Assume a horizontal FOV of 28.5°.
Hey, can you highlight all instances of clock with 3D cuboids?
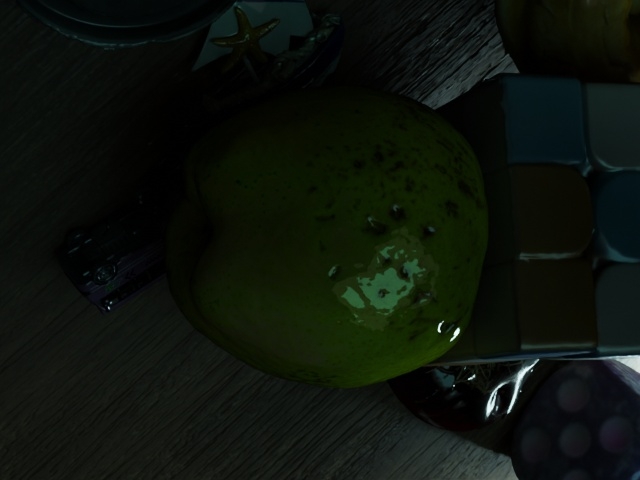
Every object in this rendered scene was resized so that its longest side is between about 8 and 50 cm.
[{"bbox_3d":[-0.201,-0.318,1.325,0.281,0.055,0.280,-9,145,-6],"label":"clock"}]

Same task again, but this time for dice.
[{"bbox_3d":[0.534,0.389,2.300,0.270,0.270,0.271,23,106,-44],"label":"dice"}]

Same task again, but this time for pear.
[{"bbox_3d":[0.000,0.000,1.491,0.391,0.391,0.391,-19,130,-24],"label":"pear"}]

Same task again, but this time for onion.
[{"bbox_3d":[0.208,0.130,1.921,0.314,0.232,0.313,-7,101,-37],"label":"onion"}]

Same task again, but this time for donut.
[{"bbox_3d":[0.424,-0.366,1.722,0.449,0.198,0.448,-18,132,-21],"label":"donut"}]

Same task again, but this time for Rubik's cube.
[{"bbox_3d":[0.318,-0.012,1.665,0.344,0.347,0.346,1,84,-18],"label":"Rubik's cube"}]

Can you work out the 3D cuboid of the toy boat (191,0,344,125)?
[{"bbox_3d":[-0.089,-0.272,1.532,0.220,0.067,0.291,-35,124,-10],"label":"toy boat"}]

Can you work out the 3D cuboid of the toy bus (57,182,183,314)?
[{"bbox_3d":[-0.234,0.013,1.597,0.178,0.087,0.098,-33,141,-14],"label":"toy bus"}]
